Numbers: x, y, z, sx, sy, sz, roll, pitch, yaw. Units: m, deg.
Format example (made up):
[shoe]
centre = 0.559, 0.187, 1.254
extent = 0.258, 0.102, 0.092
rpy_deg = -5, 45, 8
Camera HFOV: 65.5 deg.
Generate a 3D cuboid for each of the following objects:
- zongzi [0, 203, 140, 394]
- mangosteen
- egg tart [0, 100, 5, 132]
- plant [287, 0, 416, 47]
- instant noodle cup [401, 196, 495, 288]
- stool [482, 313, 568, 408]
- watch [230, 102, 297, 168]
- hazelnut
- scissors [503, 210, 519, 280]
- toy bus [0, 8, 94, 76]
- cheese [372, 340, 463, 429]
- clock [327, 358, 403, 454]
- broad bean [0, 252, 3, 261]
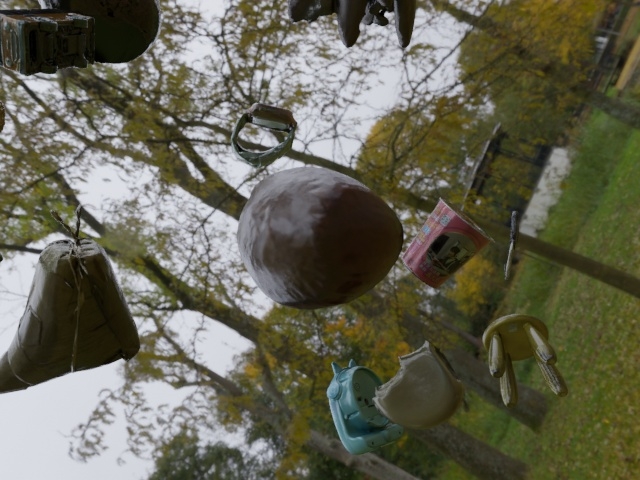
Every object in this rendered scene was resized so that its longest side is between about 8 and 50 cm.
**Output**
[zongzi]
centre = -0.762, 0.201, 1.309
extent = 0.467, 0.218, 0.500
rpy_deg = -23, -46, -24
[mangosteen]
centre = -0.522, -0.540, 1.174
extent = 0.288, 0.233, 0.287
rpy_deg = -17, -14, -5
[egg tart]
centre = -0.860, -0.311, 1.151
extent = 0.106, 0.241, 0.241
rpy_deg = -27, 14, 44
[plant]
centre = 0.073, -0.385, 0.552
extent = 0.182, 0.194, 0.320
rpy_deg = -8, -54, -40
[instant noodle cup]
centre = 0.413, 0.019, 1.679
extent = 0.255, 0.244, 0.244
rpy_deg = -50, -15, 16
[stool]
centre = 0.337, 0.197, 0.830
extent = 0.110, 0.135, 0.134
rpy_deg = -80, 11, -54
[watch]
centre = -0.234, -0.413, 2.014
extent = 0.162, 0.253, 0.241
rpy_deg = 150, 130, -81
[hazelnut]
centre = 0.000, 0.000, 1.242
extent = 0.421, 0.421, 0.352
rpy_deg = 57, -148, -67
[scissors]
centre = 0.561, 0.023, 1.464
extent = 0.300, 0.022, 0.109
rpy_deg = -56, -41, -45
[toy bus]
centre = -0.471, -0.339, 0.837
extent = 0.182, 0.103, 0.091
rpy_deg = -66, -8, -62
[cheese]
centre = 0.220, 0.343, 1.140
extent = 0.202, 0.175, 0.091
rpy_deg = -29, -24, 0
[clock]
centre = 0.123, 0.482, 1.485
extent = 0.094, 0.274, 0.224
rpy_deg = -34, -24, 30
[broad bean]
centre = -0.970, 0.013, 1.383
extent = 0.052, 0.052, 0.256
rpy_deg = -60, -12, -15
